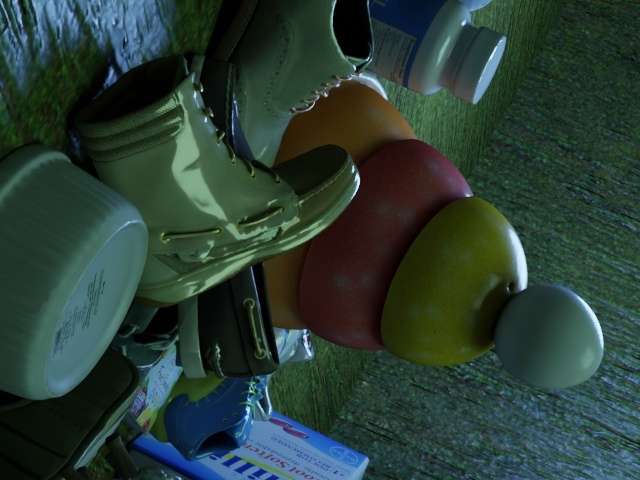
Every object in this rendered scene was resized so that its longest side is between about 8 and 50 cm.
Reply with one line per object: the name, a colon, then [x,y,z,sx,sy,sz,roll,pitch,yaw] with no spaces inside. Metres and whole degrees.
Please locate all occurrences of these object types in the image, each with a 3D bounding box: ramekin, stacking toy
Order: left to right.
ramekin: [-0.230,0.034,1.345,0.207,0.109,0.207,-60,169,-20]
stacking toy: [0.120,0.040,1.904,0.350,0.480,0.350,-41,149,-31]

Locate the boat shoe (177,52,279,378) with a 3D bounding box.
boat shoe: [-0.090,-0.024,1.616,0.116,0.097,0.324,9,81,-86]

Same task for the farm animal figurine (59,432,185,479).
farm animal figurine: [-0.264,0.351,1.403,0.327,0.172,0.330,-26,159,-29]

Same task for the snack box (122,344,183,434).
snack box: [-0.208,0.167,1.932,0.100,0.037,0.141,-63,169,-15]

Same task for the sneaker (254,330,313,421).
sneaker: [-0.058,0.091,2.188,0.330,0.146,0.122,-69,167,14]

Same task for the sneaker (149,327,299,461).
sneaker: [-0.103,0.198,2.058,0.240,0.126,0.091,-35,150,-13]

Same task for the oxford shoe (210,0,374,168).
oxford shoe: [-0.032,-0.179,1.683,0.140,0.146,0.397,-50,162,-51]

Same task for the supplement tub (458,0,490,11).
supplement tub: [0.214,-0.429,2.348,0.117,0.117,0.190,-59,167,-24]

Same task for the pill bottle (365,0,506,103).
pill bottle: [0.107,-0.252,1.972,0.124,0.221,0.124,-61,169,-21]

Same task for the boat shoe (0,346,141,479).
boat shoe: [-0.274,0.207,1.518,0.302,0.113,0.103,-35,155,-56]

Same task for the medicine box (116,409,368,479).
medicine box: [-0.111,0.344,2.183,0.149,0.263,0.289,-68,169,18]

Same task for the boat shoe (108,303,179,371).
boat shoe: [-0.187,0.088,1.688,0.116,0.099,0.319,-61,169,-16]

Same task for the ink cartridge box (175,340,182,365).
ink cartridge box: [-0.117,0.049,1.785,0.104,0.062,0.181,159,-65,-74]

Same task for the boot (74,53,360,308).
boot: [-0.089,-0.081,1.475,0.262,0.095,0.203,-28,119,-24]
